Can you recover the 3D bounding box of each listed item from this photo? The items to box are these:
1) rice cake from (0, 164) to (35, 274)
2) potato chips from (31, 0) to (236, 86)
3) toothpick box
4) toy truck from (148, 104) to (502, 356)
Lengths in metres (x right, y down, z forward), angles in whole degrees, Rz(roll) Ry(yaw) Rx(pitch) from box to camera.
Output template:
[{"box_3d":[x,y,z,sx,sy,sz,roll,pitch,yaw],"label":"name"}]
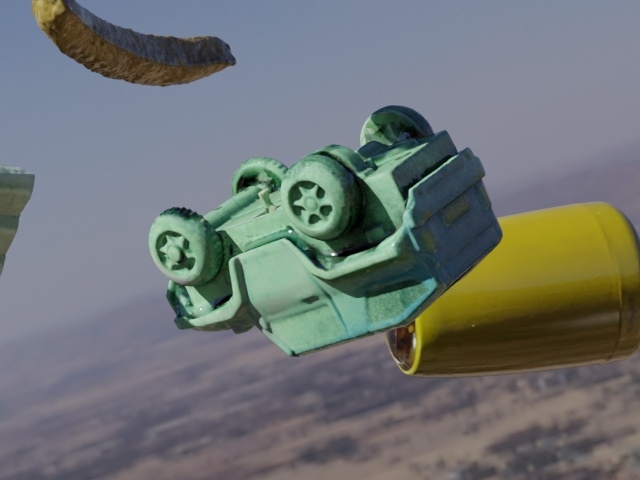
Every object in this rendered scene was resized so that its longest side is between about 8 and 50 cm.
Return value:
[{"box_3d":[-0.318,-0.009,1.334,0.043,0.127,0.237,23,5,21],"label":"rice cake"},{"box_3d":[-0.218,-0.227,1.959,0.080,0.057,0.407,-46,-21,16],"label":"potato chips"},{"box_3d":[0.196,0.059,1.773,0.271,0.175,0.175,-8,-2,-13],"label":"toothpick box"},{"box_3d":[0.000,0.000,1.367,0.279,0.156,0.155,-20,10,38],"label":"toy truck"}]
